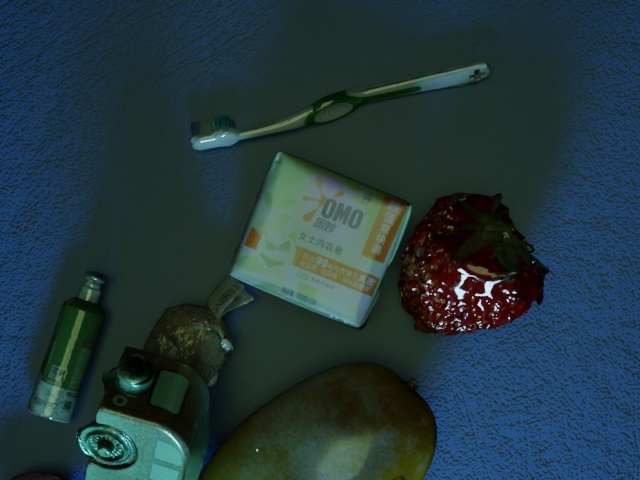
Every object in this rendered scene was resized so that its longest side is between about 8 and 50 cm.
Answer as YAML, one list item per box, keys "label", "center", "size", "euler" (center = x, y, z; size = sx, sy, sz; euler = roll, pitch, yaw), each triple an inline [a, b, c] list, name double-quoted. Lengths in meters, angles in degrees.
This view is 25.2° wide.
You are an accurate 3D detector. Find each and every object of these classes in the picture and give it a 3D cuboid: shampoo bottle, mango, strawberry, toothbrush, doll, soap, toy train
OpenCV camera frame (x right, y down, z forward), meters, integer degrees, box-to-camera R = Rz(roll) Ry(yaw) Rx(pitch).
- label: "shampoo bottle"
  center: [-0.334, 0.140, 1.927]
  size: [0.065, 0.065, 0.205]
  euler: [19, 89, 3]
- label: "mango"
  center: [-0.019, 0.308, 1.840]
  size: [0.384, 0.199, 0.221]
  euler: [-40, 86, 1]
- label: "strawberry"
  center: [0.188, 0.042, 1.866]
  size: [0.187, 0.184, 0.201]
  euler: [43, 119, -1]
- label: "toothbrush"
  center: [0.027, -0.181, 1.936]
  size: [0.418, 0.042, 0.040]
  euler: [-12, 56, 3]
- label: "doll"
  center: [-0.177, 0.143, 1.896]
  size: [0.105, 0.115, 0.221]
  euler: [27, 88, -31]
- label: "soap"
  center: [0.000, 0.000, 1.882]
  size: [0.199, 0.138, 0.182]
  euler: [22, 88, 4]
- label: "toy train"
  center: [-0.228, 0.274, 1.808]
  size: [0.159, 0.129, 0.326]
  euler: [16, 131, -1]

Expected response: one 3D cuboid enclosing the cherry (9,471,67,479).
- label: "cherry"
  center: [-0.421, 0.378, 1.916]
  size: [0.225, 0.090, 0.107]
  euler: [-23, 86, 11]
